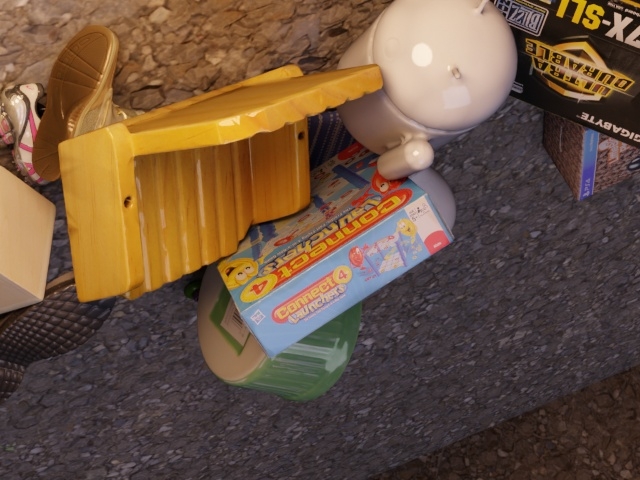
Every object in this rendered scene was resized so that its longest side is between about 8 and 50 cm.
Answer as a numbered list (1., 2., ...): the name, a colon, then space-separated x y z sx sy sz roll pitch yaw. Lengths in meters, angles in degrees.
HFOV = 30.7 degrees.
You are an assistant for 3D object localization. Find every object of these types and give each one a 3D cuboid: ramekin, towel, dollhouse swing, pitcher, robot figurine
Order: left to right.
1. dollhouse swing: -0.099 -0.068 1.512 0.347 0.305 0.315 -27 123 -45
2. ramekin: -0.081 0.116 1.971 0.148 0.303 0.303 11 135 -37
3. towel: 0.006 -0.133 1.906 0.336 0.040 0.243 -12 146 -26
4. pitcher: 0.131 -0.072 1.963 0.178 0.125 0.207 -16 140 10
5. robot figurine: 0.142 -0.230 1.605 0.200 0.299 0.353 12 169 -14

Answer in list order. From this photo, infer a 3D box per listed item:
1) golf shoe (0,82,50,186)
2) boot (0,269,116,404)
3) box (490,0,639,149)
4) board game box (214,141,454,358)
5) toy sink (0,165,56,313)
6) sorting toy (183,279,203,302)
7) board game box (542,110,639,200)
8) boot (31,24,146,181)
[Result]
1. golf shoe: -0.380 -0.137 1.557 0.086 0.067 0.186 -23 150 -8
2. boot: -0.438 0.075 1.698 0.338 0.222 0.118 -33 139 25
3. box: 0.387 -0.286 1.697 0.257 0.322 0.079 102 15 -54
4. board game box: 0.000 0.000 1.713 0.308 0.302 0.086 -33 114 -3
5. toy sink: -0.498 0.016 1.585 0.234 0.152 0.131 -15 145 25
6. sorting toy: -0.195 0.101 2.107 0.102 0.042 0.061 12 133 -47
7. board game box: 0.552 -0.236 2.044 0.291 0.141 0.232 -24 151 -3
8. boot: -0.285 -0.179 1.548 0.165 0.077 0.213 -6 122 -61
